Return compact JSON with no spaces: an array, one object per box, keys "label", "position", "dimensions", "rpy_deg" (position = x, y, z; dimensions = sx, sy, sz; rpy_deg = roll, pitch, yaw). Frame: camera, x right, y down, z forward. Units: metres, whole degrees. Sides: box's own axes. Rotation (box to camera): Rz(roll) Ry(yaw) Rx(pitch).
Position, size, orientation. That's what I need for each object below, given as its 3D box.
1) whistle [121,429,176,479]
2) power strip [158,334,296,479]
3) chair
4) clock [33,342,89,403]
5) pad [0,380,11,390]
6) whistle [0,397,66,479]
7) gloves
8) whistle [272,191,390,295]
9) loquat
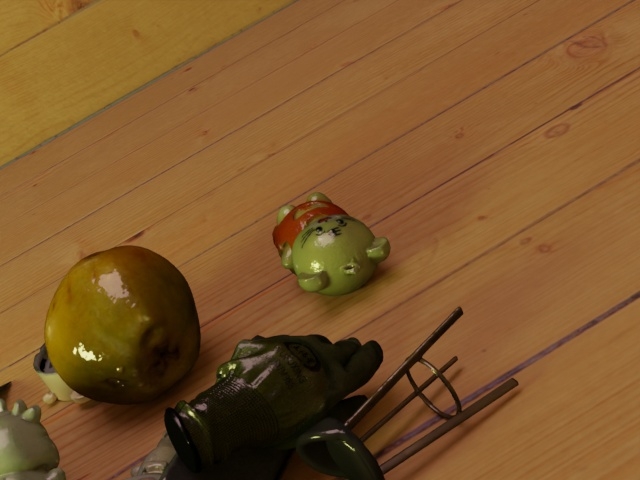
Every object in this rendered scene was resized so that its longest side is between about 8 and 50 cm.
[{"label":"whistle","position":[-0.184,0.283,1.239],"dimensions":[0.126,0.067,0.258],"rpy_deg":[-3,26,13]},{"label":"power strip","position":[-0.077,0.212,1.212],"dimensions":[0.105,0.070,0.256],"rpy_deg":[24,43,8]},{"label":"chair","position":[0.089,0.176,1.134],"dimensions":[0.221,0.104,0.095],"rpy_deg":[-33,54,-19]},{"label":"clock","position":[-0.347,0.165,1.644],"dimensions":[0.156,0.063,0.229],"rpy_deg":[-25,23,5]},{"label":"pad","position":[-0.592,0.296,1.575],"dimensions":[0.248,0.007,0.367],"rpy_deg":[-27,6,3]},{"label":"whistle","position":[-0.316,0.287,1.207],"dimensions":[0.106,0.253,0.102],"rpy_deg":[-5,-27,-39]},{"label":"gloves","position":[-0.037,0.157,1.163],"dimensions":[0.268,0.135,0.107],"rpy_deg":[-24,-4,-39]},{"label":"whistle","position":[0.000,0.000,1.548],"dimensions":[0.131,0.106,0.288],"rpy_deg":[-25,24,-10]},{"label":"loquat","position":[-0.275,0.106,1.502],"dimensions":[0.213,0.213,0.246],"rpy_deg":[-39,40,-23]}]
